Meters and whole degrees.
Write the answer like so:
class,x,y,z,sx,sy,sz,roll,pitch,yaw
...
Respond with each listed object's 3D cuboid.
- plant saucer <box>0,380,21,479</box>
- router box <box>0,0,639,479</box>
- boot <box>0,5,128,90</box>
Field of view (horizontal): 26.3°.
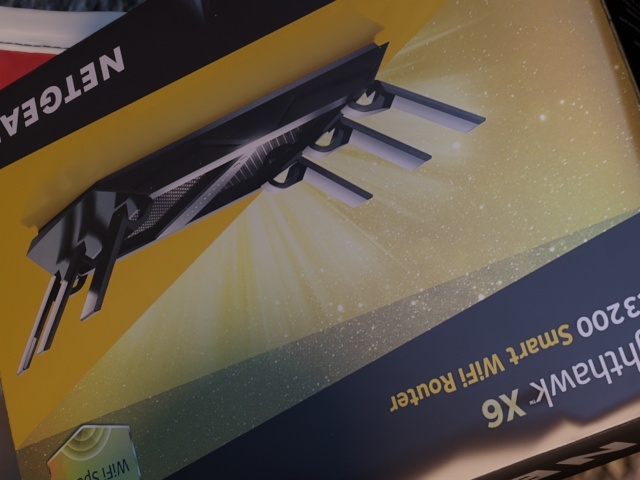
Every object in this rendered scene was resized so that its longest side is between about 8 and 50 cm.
class,x,y,z,sx,sy,sz,roll,pitch,yaw
plant saucer,-0.197,0.166,0.643,0.277,0.041,0.278,0,71,0
router box,0.000,0.000,0.565,0.308,0.081,0.243,-26,68,25
boot,-0.181,-0.038,0.773,0.244,0.088,0.176,9,80,38
